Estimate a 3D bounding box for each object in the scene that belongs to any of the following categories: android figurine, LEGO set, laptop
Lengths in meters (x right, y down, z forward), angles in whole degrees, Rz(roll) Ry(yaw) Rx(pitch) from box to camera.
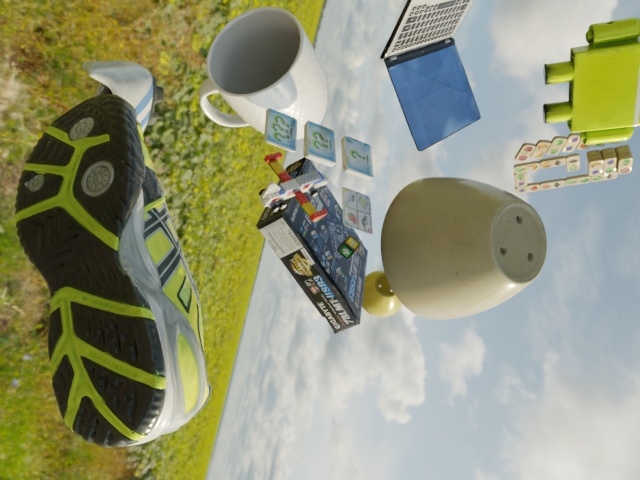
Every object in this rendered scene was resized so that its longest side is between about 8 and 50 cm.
[{"bbox_3d":[0.587,-0.310,1.091,0.056,0.272,0.248,-75,155,-56],"label":"android figurine"},{"bbox_3d":[0.006,-0.093,0.777,0.060,0.182,0.244,-51,-151,45],"label":"LEGO set"},{"bbox_3d":[0.374,-0.517,1.504,0.382,0.236,0.408,-32,159,-41],"label":"laptop"}]

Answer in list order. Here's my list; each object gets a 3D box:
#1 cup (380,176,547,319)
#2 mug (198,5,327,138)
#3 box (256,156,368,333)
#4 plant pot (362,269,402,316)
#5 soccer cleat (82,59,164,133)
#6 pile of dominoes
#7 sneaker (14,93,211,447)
[{"bbox_3d":[0.329,0.010,1.169,0.237,0.331,0.331,-8,-113,59],"label":"cup"},{"bbox_3d":[-0.166,-0.426,1.565,0.328,0.374,0.276,45,34,-63],"label":"mug"},{"bbox_3d":[0.000,0.000,1.196,0.293,0.073,0.295,57,24,-23],"label":"box"},{"bbox_3d":[0.174,0.134,1.508,0.095,0.134,0.134,103,-1,-68],"label":"plant pot"},{"bbox_3d":[-0.384,-0.155,0.967,0.116,0.143,0.331,35,-65,39],"label":"soccer cleat"},{"bbox_3d":[0.578,-0.172,1.271,0.196,0.251,0.040,54,33,-53],"label":"pile of dominoes"},{"bbox_3d":[-0.215,0.022,0.593,0.147,0.145,0.385,42,32,-67],"label":"sneaker"}]
